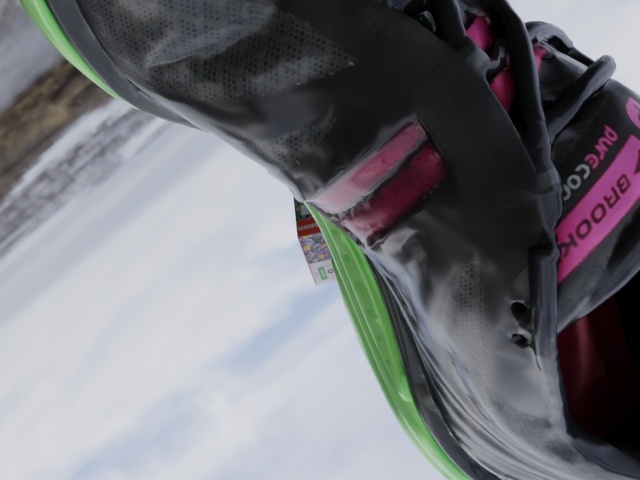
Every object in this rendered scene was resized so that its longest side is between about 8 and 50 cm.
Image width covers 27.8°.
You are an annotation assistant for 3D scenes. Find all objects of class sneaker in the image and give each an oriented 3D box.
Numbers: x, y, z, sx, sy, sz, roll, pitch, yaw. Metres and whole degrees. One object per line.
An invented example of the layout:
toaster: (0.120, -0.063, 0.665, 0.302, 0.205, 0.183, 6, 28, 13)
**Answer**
sneaker: (0.056, -0.058, 0.538, 0.202, 0.483, 0.185, 3, -128, 49)

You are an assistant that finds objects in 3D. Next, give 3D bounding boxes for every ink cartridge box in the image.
ink cartridge box: (0.000, 0.000, 1.017, 0.029, 0.063, 0.115, -13, -132, 7)
